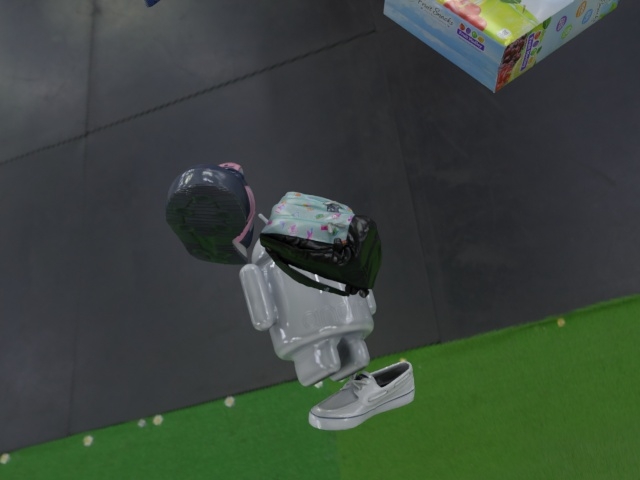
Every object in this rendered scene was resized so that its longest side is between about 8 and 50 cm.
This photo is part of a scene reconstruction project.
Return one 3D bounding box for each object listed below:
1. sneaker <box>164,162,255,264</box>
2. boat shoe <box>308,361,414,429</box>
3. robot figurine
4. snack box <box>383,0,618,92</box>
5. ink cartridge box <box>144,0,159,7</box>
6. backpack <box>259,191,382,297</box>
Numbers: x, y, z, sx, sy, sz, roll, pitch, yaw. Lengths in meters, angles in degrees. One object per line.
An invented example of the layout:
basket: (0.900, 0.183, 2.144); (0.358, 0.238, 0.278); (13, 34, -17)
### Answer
sneaker: (-0.144, -0.063, 1.025); (0.112, 0.319, 0.131); (8, 74, -4)
boat shoe: (0.082, 0.300, 1.482); (0.095, 0.258, 0.084); (15, 111, 47)
robot figurine: (-0.018, 0.100, 1.464); (0.199, 0.299, 0.354); (-37, 64, 44)
snack box: (0.202, -0.278, 0.820); (0.207, 0.070, 0.174); (-36, 62, -22)
ink cartridge box: (0.018, -0.280, 0.446); (0.324, 0.330, 0.071); (-31, 78, -8)
backpack: (0.000, 0.000, 1.157); (0.181, 0.152, 0.115); (14, 57, 22)
